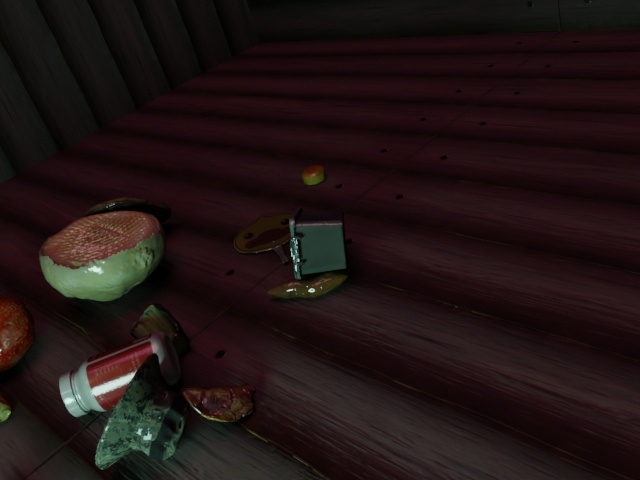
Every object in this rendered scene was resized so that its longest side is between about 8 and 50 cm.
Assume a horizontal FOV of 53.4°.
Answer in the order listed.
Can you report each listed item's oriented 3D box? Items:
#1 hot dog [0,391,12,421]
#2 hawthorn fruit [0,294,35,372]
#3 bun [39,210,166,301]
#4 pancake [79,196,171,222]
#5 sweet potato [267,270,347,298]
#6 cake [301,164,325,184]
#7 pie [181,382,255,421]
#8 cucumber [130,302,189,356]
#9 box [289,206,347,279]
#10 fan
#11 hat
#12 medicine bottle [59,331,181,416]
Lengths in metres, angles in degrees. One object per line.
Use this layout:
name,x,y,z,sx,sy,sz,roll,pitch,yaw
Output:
hot dog,-0.868,0.391,1.610,0.289,0.083,0.068,14,82,42
hawthorn fruit,-0.888,0.266,1.701,0.205,0.205,0.253,-5,38,21
bun,-0.631,0.060,1.891,0.364,0.202,0.364,-7,28,4
pancake,-0.654,-0.082,2.119,0.294,0.049,0.294,-12,-12,-3
sweet potato,-0.036,0.120,1.628,0.218,0.051,0.065,-13,34,10
cake,-0.024,-0.226,2.183,0.084,0.044,0.084,-14,32,9
pie,-0.200,0.337,1.329,0.170,0.034,0.092,1,43,-39
cucumber,-0.400,0.229,1.619,0.193,0.086,0.115,27,96,48
box,0.000,0.000,1.662,0.135,0.163,0.243,-4,10,5
fan,-0.149,-0.006,1.929,0.229,0.011,0.335,-22,29,-7
hat,-0.336,0.366,1.289,0.128,0.265,0.265,24,38,-1
medicine bottle,-0.458,0.310,1.467,0.250,0.131,0.131,-22,31,-4
